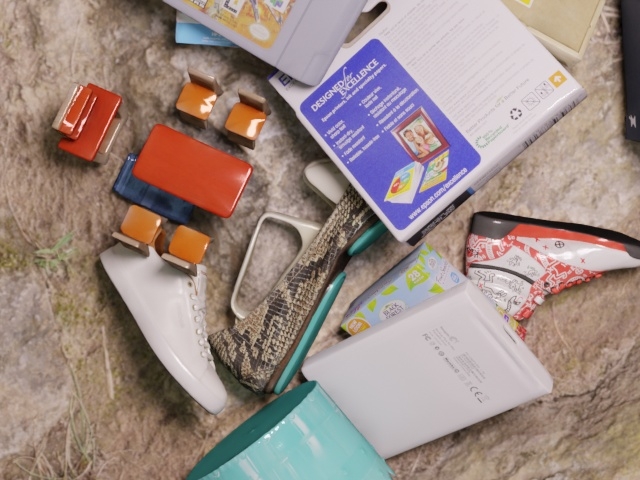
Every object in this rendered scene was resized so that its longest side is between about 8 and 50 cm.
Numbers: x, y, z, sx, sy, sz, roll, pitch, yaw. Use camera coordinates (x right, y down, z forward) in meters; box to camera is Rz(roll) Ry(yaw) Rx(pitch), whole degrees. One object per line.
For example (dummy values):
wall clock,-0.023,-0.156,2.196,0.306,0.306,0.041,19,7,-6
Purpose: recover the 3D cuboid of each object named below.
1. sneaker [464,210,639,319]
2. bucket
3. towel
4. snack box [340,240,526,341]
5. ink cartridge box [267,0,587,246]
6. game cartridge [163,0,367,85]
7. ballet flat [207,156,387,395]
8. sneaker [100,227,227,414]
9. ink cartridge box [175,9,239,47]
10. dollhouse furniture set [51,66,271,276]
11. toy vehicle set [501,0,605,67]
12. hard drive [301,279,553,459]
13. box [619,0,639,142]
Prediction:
sneaker,0.344,0.048,1.699,0.270,0.090,0.144,9,103,-2
bucket,-0.048,0.344,1.652,0.281,0.281,0.183,-36,92,5
towel,-0.235,-0.075,1.669,0.120,0.029,0.067,27,100,-8
snack box,0.164,0.128,1.681,0.207,0.070,0.174,40,126,-9
ink cartridge box,0.134,-0.202,1.522,0.304,0.072,0.307,-41,68,10
game cartridge,-0.087,-0.346,1.462,0.297,0.062,0.198,30,132,-3
ballet flat,0.000,0.000,1.645,0.182,0.164,0.482,39,100,7
sneaker,-0.194,0.105,1.636,0.123,0.106,0.290,-33,78,-3
ink cartridge box,-0.148,-0.342,1.582,0.090,0.092,0.143,5,103,-3
dollhouse furniture set,-0.223,-0.117,1.573,0.259,0.135,0.262,24,84,5
toy vehicle set,0.270,-0.376,1.595,0.267,0.035,0.166,27,76,-8
hard drive,0.149,0.194,1.661,0.308,0.040,0.203,-29,110,34
box,0.630,-0.292,1.558,0.396,0.212,0.293,-9,103,-7
